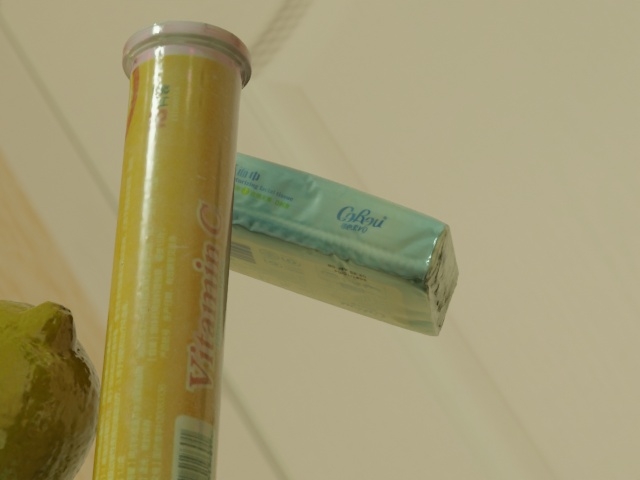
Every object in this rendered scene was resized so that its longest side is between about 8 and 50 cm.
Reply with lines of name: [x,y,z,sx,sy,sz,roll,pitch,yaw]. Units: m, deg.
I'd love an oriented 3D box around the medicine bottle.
medicine bottle: [-0.119,0.035,1.226,0.108,0.426,0.108,2,-27,1]

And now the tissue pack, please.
tissue pack: [0.000,0.000,1.556,0.177,0.263,0.089,67,-139,-69]

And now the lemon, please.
lemon: [-0.290,0.158,1.393,0.184,0.184,0.248,-12,-41,-60]
